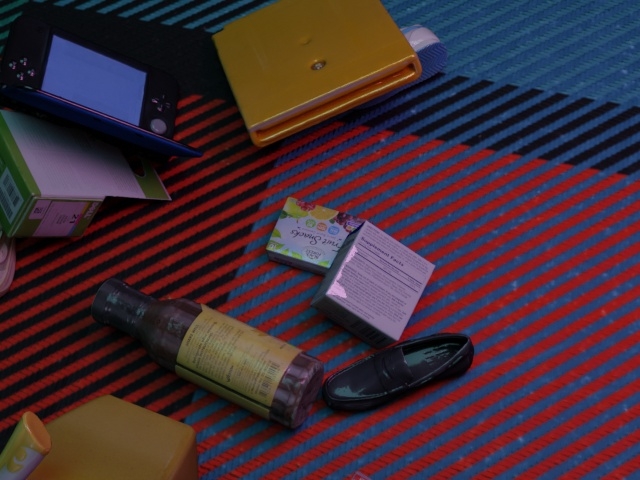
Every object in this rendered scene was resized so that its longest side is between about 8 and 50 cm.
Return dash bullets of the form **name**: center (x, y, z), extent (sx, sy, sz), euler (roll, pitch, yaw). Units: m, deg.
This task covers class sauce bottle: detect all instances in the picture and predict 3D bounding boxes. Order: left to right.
- **sauce bottle**: center (-0.165, 0.148, 1.472), extent (0.344, 0.111, 0.111), euler (25, 64, 15)

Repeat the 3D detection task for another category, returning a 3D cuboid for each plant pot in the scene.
- **plant pot**: center (-0.263, 0.323, 1.321), extent (0.212, 0.212, 0.187), euler (17, 40, 17)

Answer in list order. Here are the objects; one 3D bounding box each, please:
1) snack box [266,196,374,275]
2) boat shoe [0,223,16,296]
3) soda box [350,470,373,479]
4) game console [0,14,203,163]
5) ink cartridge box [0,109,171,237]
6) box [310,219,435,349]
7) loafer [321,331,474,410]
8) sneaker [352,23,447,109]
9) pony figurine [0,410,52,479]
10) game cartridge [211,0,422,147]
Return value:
- **snack box**: center (0.000, 0.000, 1.590), extent (0.141, 0.037, 0.100), euler (16, 64, 11)
- **boat shoe**: center (-0.524, -0.056, 1.620), extent (0.109, 0.098, 0.302), euler (-5, 60, 1)
- **soda box**: center (0.014, 0.430, 1.308), extent (0.083, 0.092, 0.263), euler (27, 66, 19)
- **game console**: center (-0.329, -0.239, 1.599), extent (0.293, 0.173, 0.250), euler (20, 55, -27)
- **ink cartridge box**: center (-0.390, -0.101, 1.634), extent (0.255, 0.097, 0.188), euler (0, 47, -46)
- **box**: center (0.075, 0.065, 1.505), extent (0.126, 0.072, 0.137), euler (33, 65, -8)
- **loafer**: center (0.108, 0.177, 1.457), extent (0.223, 0.078, 0.076), euler (-17, 60, -6)
- **sneaker**: center (0.092, -0.291, 1.735), extent (0.229, 0.087, 0.092), euler (-20, 45, -10)
- **pony figurine**: center (-0.403, 0.414, 1.143), extent (0.364, 0.303, 0.351), euler (-30, 94, 6)
- **game cartridge**: center (-0.017, -0.306, 1.695), extent (0.285, 0.052, 0.323), euler (-23, 41, 1)
